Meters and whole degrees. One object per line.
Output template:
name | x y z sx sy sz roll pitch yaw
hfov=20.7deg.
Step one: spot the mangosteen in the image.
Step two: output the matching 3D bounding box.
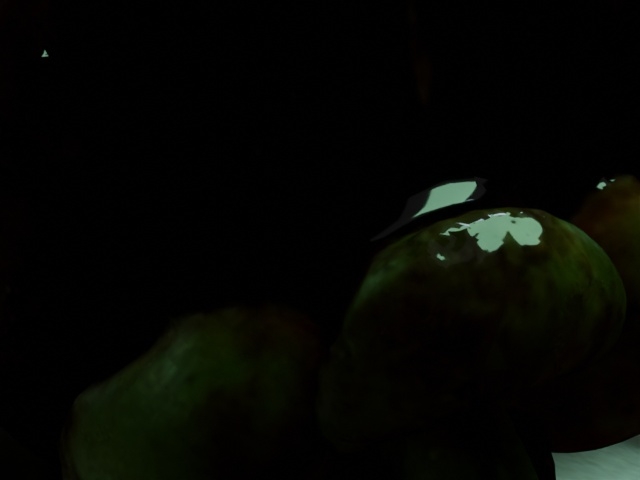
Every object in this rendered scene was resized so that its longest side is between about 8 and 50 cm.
mangosteen | 0.000 0.000 0.412 0.194 0.194 0.230 12 39 -39
